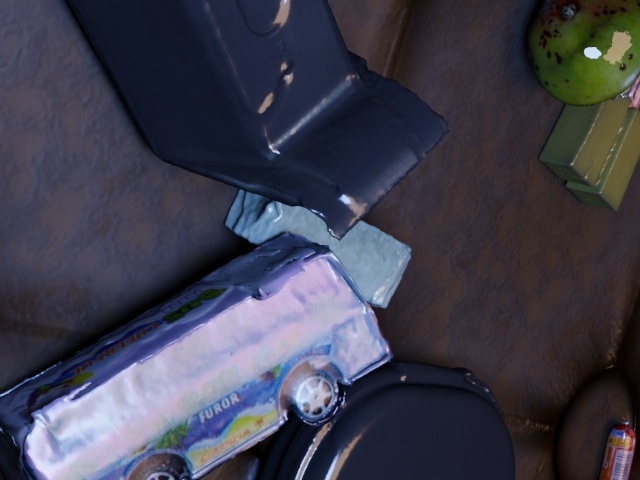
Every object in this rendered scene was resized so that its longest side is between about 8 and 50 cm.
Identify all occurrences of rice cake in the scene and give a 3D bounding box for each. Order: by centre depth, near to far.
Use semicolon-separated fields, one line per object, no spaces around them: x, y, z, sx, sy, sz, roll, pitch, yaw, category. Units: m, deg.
0.000;0.000;1.478;0.206;0.063;0.069;26;90;-46;rice cake

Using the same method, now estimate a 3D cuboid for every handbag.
0.063;0.235;1.601;0.308;0.093;0.254;10;94;-47;handbag

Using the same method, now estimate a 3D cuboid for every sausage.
0.329;0.260;1.924;0.034;0.034;0.129;0;102;-46;sausage

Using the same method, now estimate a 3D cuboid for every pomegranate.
0.256;-0.188;1.646;0.130;0.130;0.130;-17;115;-42;pomegranate

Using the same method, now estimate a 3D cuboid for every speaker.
-0.071;-0.203;1.250;0.180;0.184;0.388;-46;130;-25;speaker

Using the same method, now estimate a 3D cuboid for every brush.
0.309;-0.156;1.758;0.103;0.047;0.233;37;75;-46;brush

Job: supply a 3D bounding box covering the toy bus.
-0.101;0.112;1.349;0.317;0.112;0.138;-32;118;-23;toy bus
